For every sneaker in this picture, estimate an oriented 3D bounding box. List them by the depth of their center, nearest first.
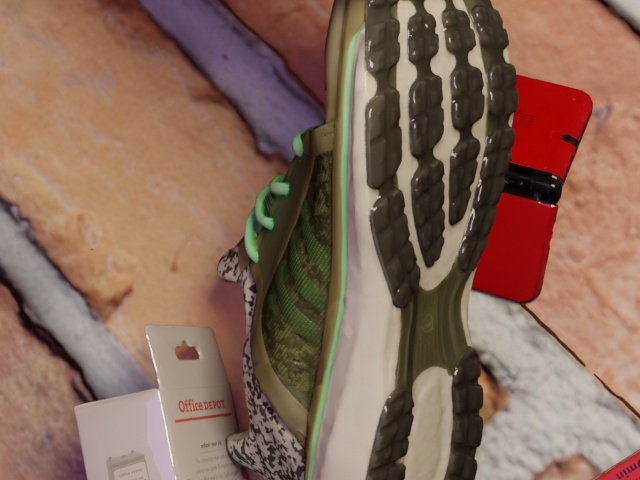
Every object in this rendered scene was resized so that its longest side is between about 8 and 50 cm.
[{"bbox_3d":[0.000,0.000,0.777,0.182,0.158,0.410,14,105,35],"label":"sneaker"}]

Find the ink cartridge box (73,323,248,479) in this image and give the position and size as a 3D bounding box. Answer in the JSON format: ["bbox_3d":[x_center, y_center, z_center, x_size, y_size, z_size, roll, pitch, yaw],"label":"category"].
[{"bbox_3d":[-0.099,0.159,0.836,0.067,0.115,0.198,-14,80,17],"label":"ink cartridge box"}]

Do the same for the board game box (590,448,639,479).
[{"bbox_3d":[0.257,0.201,0.753,0.146,0.045,0.193,-36,76,12],"label":"board game box"}]

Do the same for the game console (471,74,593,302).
[{"bbox_3d":[0.096,-0.046,0.843,0.144,0.085,0.124,16,60,18],"label":"game console"}]
